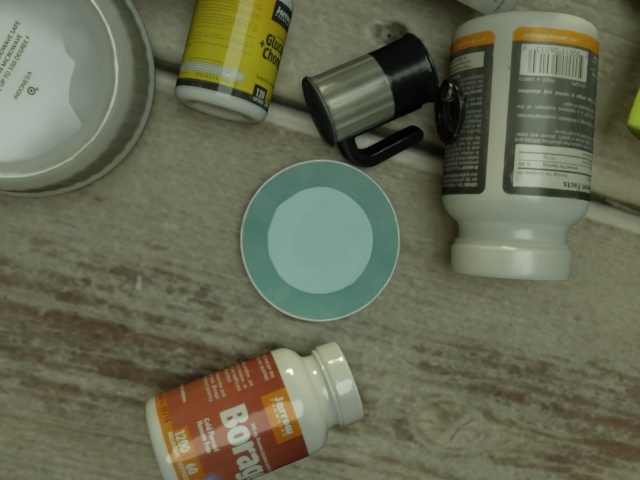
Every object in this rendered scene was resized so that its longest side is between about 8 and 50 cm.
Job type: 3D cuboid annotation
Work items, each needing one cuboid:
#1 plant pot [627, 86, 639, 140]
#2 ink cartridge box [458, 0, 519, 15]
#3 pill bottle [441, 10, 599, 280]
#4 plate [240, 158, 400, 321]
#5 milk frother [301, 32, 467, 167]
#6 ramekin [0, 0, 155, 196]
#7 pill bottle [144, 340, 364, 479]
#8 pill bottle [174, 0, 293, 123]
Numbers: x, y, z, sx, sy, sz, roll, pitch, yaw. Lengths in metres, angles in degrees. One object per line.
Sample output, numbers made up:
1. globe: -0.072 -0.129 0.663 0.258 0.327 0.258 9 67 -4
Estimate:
1. plant pot: 0.521 -0.165 0.821 0.207 0.228 0.227 29 84 -44
2. ink cartridge box: 0.129 -0.401 0.780 0.283 0.117 0.207 28 74 -1
3. pill bottle: 0.219 -0.099 0.815 0.162 0.162 0.278 3 92 -10
4. plate: 0.000 0.000 0.847 0.188 0.024 0.188 0 91 -9
5. milk frother: 0.071 -0.147 0.797 0.135 0.143 0.129 -26 100 -8
6. ramekin: -0.300 -0.169 0.718 0.273 0.127 0.272 -3 103 -12
7. pill bottle: -0.069 0.189 0.789 0.216 0.121 0.121 -20 94 -9
8. pill bottle: -0.088 -0.227 0.787 0.103 0.103 0.184 14 89 -10
